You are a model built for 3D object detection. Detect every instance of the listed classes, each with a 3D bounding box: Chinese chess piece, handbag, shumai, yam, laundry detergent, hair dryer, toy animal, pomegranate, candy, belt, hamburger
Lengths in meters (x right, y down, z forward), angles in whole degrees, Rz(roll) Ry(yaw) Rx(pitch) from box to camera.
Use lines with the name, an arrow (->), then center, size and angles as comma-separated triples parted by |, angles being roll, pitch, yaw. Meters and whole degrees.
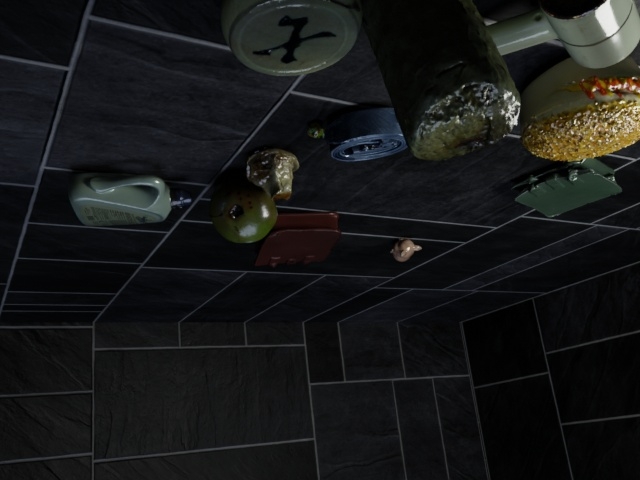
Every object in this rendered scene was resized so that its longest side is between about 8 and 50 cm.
Chinese chess piece -> -0.046, -0.359, 1.020 | 0.237, 0.092, 0.238 | -6, 161, -2
handbag -> -0.078, 0.000, 2.070 | 0.260, 0.084, 0.275 | -3, 155, -17
shumai -> -0.116, -0.154, 1.569 | 0.145, 0.116, 0.145 | -4, 161, -1
yam -> 0.187, -0.286, 1.019 | 0.195, 0.300, 0.195 | -15, 158, -6
laundry detergent -> -0.467, -0.108, 1.601 | 0.280, 0.105, 0.215 | -3, 159, -6
hair dryer -> 0.353, -0.367, 1.125 | 0.362, 0.128, 0.203 | -10, 164, 34
toy animal -> 0.310, 0.037, 2.348 | 0.089, 0.083, 0.150 | 36, 171, 4
pomegranate -> -0.193, -0.074, 1.689 | 0.179, 0.179, 0.210 | -15, 161, 23
handbag -> 0.733, -0.162, 1.905 | 0.247, 0.079, 0.260 | -23, 155, 39
candy -> 0.006, -0.246, 1.484 | 0.035, 0.035, 0.123 | 33, -171, 23
belt -> 0.105, -0.240, 1.442 | 0.190, 0.082, 0.141 | -9, 164, 4
hamburger -> 0.567, -0.269, 1.359 | 0.276, 0.179, 0.294 | 1, 160, -23
